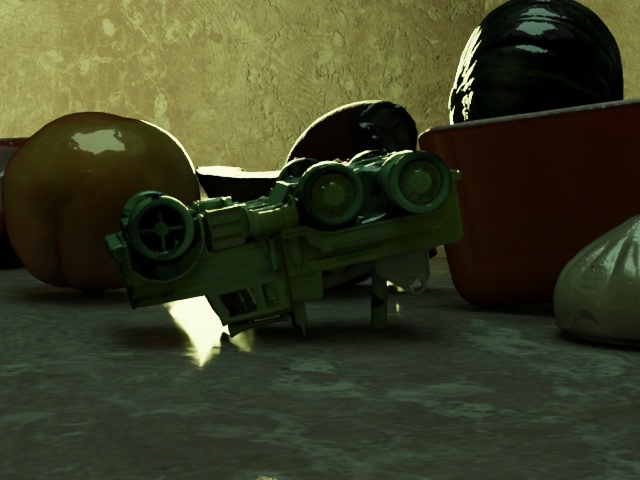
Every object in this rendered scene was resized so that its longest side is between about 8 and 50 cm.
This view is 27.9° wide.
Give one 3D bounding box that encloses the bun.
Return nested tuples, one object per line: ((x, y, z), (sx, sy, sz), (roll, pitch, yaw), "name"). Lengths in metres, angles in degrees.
((0.242, 0.027, 0.957), (0.138, 0.094, 0.138), (3, 3, 0), "bun")

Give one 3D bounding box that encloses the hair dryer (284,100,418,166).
((0.104, -0.031, 1.552), (0.340, 0.123, 0.312), (20, -29, -18), "hair dryer")

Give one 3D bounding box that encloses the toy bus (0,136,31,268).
((-0.319, -0.046, 1.489), (0.127, 0.147, 0.303), (-3, 1, 37), "toy bus")

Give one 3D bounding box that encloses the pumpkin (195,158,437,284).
((-0.004, -0.010, 1.202), (0.254, 0.130, 0.149), (0, 11, 17), "pumpkin")

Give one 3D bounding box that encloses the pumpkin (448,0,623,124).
((0.241, -0.141, 1.383), (0.216, 0.249, 0.250), (9, 8, 20), "pumpkin")

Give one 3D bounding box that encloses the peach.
((-0.205, -0.035, 1.187), (0.184, 0.184, 0.184), (0, 5, 0), "peach")

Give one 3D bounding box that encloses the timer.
((0.250, -0.041, 1.149), (0.257, 0.161, 0.250), (-6, 4, 25), "timer")

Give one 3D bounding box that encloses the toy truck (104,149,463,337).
((-0.026, 0.010, 0.959), (0.260, 0.135, 0.128), (-8, 7, -11), "toy truck")
